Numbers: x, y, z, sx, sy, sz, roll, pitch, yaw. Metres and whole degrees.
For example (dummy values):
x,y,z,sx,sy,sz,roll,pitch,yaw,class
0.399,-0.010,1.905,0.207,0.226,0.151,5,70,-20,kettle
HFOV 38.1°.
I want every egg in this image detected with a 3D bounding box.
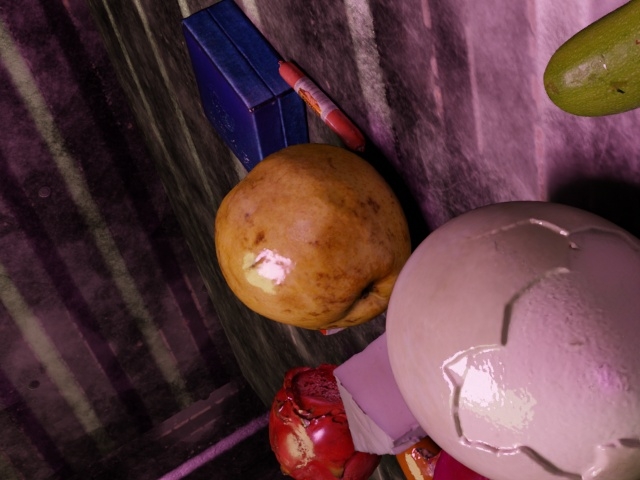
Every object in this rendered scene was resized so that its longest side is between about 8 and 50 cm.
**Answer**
x,y,z,sx,sy,sz,roll,pitch,yaw,class
0.219,0.103,0.902,0.336,0.278,0.278,20,138,61,egg

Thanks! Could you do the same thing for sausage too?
x,y,z,sx,sy,sz,roll,pitch,yaw,class
0.000,-0.220,1.491,0.253,0.034,0.034,51,162,34,sausage
0.249,0.518,1.930,0.274,0.105,0.105,58,165,8,sausage

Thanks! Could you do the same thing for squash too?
x,y,z,sx,sy,sz,roll,pitch,yaw,class
0.252,-0.148,0.701,0.082,0.082,0.292,61,165,-1,squash

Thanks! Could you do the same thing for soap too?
x,y,z,sx,sy,sz,roll,pitch,yaw,class
0.163,0.366,1.832,0.258,0.159,0.302,42,158,45,soap

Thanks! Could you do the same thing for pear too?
x,y,z,sx,sy,sz,roll,pitch,yaw,class
0.000,0.000,1.441,0.304,0.304,0.304,54,164,23,pear

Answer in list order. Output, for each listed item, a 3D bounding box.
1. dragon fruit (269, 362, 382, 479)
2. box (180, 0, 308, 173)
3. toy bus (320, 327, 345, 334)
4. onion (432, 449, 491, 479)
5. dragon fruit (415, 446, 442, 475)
x,y,z,sx,sy,sz,roll,pitch,yaw,class
0.016,0.445,2.209,0.295,0.296,0.301,50,156,35,dragon fruit
-0.134,-0.256,1.718,0.261,0.116,0.279,51,165,28,box
0.016,0.077,1.821,0.121,0.120,0.265,50,163,31,toy bus
0.284,0.367,1.246,0.282,0.260,0.336,43,157,36,onion
0.285,0.394,1.536,0.282,0.147,0.211,45,168,53,dragon fruit
